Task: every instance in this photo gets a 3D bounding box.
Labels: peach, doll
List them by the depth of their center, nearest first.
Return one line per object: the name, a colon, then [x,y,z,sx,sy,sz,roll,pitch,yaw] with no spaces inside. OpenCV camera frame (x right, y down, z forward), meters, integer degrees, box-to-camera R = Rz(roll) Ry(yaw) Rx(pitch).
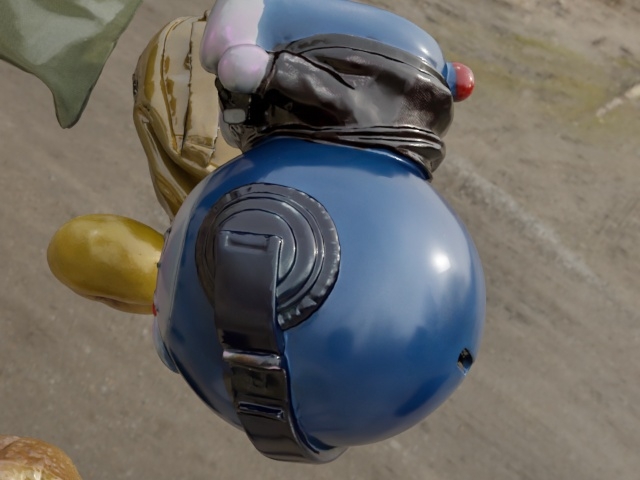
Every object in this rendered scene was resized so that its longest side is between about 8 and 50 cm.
doll: [0.000,0.000,0.688,0.240,0.309,0.284,5,-15,17]
peach: [-0.250,0.029,1.199,0.179,0.103,0.179,19,-13,5]

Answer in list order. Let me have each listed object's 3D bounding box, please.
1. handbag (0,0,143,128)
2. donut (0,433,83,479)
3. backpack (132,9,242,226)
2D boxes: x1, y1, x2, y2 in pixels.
handbag: [-0.246,-0.267,0.681,0.316,0.253,0.109,33,11,0]
donut: [-0.436,0.382,1.225,0.317,0.299,0.150,25,17,-17]
backpack: [-0.089,-0.136,1.303,0.354,0.201,0.378,15,44,-31]
